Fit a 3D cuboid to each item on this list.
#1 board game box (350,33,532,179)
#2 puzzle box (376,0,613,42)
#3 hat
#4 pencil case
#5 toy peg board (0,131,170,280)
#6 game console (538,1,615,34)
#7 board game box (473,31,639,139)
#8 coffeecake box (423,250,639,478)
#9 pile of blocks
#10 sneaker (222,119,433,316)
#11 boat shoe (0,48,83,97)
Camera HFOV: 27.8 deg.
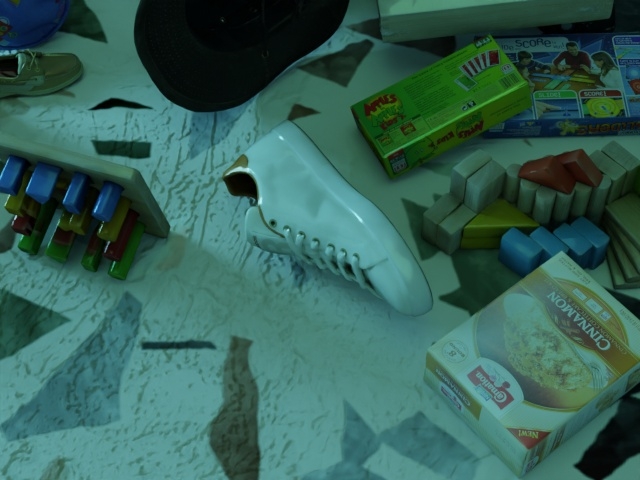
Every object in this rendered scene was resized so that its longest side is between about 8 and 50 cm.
[{"bbox_3d":[0.136,-0.151,1.458,0.181,0.043,0.092,-28,52,-3],"label":"board game box"},{"bbox_3d":[0.184,-0.424,1.573,0.272,0.052,0.409,-5,59,1],"label":"puzzle box"},{"bbox_3d":[-0.102,-0.315,1.457,0.331,0.331,0.134,-37,56,-23],"label":"hat"},{"bbox_3d":[-0.416,-0.374,1.599,0.119,0.133,0.306,-1,47,-42],"label":"pencil case"},{"bbox_3d":[-0.257,-0.028,1.342,0.161,0.160,0.079,15,72,11],"label":"toy peg board"},{"bbox_3d":[0.293,-0.323,1.577,0.124,0.085,0.144,-4,54,15],"label":"game console"},{"bbox_3d":[0.285,-0.183,1.512,0.201,0.035,0.136,-1,55,0],"label":"board game box"},{"bbox_3d":[0.218,0.120,1.278,0.185,0.068,0.142,-34,62,-21],"label":"coffeecake box"},{"bbox_3d":[0.291,-0.037,1.362,0.362,0.112,0.149,-6,55,-3],"label":"pile of blocks"},{"bbox_3d":[0.000,0.000,1.356,0.123,0.106,0.290,-35,53,-11],"label":"sneaker"},{"bbox_3d":[-0.349,-0.200,1.524,0.135,0.045,0.050,-14,56,-9],"label":"boat shoe"}]
